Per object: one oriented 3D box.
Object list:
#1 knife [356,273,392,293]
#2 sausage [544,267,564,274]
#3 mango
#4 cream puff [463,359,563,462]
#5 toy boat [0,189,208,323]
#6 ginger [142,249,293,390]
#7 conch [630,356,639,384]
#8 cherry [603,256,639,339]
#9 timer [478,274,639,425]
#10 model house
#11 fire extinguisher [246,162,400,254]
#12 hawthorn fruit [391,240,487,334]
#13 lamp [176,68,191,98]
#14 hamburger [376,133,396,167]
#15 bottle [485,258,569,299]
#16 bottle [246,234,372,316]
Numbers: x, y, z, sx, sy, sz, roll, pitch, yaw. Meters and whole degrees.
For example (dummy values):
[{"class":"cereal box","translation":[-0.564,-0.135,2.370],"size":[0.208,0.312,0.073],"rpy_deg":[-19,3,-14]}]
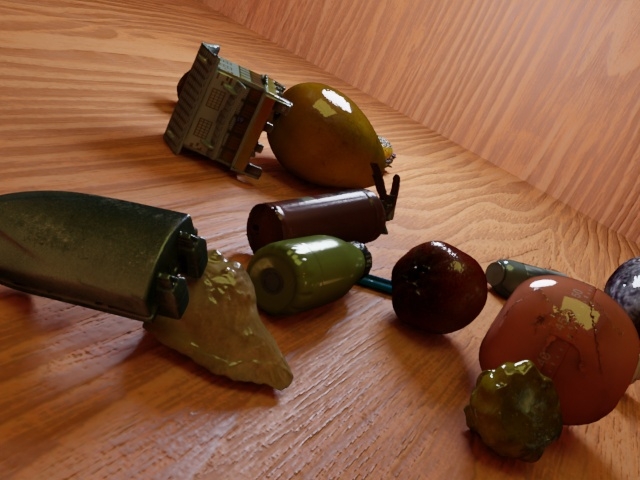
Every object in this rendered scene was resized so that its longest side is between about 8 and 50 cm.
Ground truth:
[{"class":"knife","translation":[0.153,0.094,1.326],"size":[0.296,0.026,0.044],"rpy_deg":[18,33,-24]},{"class":"sausage","translation":[0.616,0.127,1.762],"size":[0.169,0.065,0.065],"rpy_deg":[38,23,31]},{"class":"mango","translation":[0.025,-0.242,1.724],"size":[0.378,0.221,0.264],"rpy_deg":[23,24,-51]},{"class":"cream puff","translation":[0.262,0.237,0.992],"size":[0.146,0.146,0.116],"rpy_deg":[21,-18,-16]},{"class":"toy boat","translation":[-0.298,0.008,0.834],"size":[0.319,0.092,0.141],"rpy_deg":[12,50,9]},{"class":"ginger","translation":[-0.103,0.098,0.882],"size":[0.193,0.123,0.115],"rpy_deg":[30,-1,-6]},{"class":"conch","translation":[0.563,0.234,1.396],"size":[0.176,0.094,0.104],"rpy_deg":[30,59,21]},{"class":"cherry","translation":[0.825,0.159,1.729],"size":[0.255,0.218,0.296],"rpy_deg":[31,31,14]},{"class":"timer","translation":[0.372,0.170,1.113],"size":[0.214,0.230,0.229],"rpy_deg":[25,19,13]},{"class":"model house","translation":[-0.197,-0.278,1.518],"size":[0.215,0.224,0.198],"rpy_deg":[21,21,-18]},{"class":"fire extinguisher","translation":[0.028,-0.056,1.270],"size":[0.337,0.147,0.106],"rpy_deg":[-13,13,-41]},{"class":"hawthorn fruit","translation":[0.215,0.087,1.233],"size":[0.188,0.169,0.169],"rpy_deg":[23,17,-43]},{"class":"lamp","translation":[-0.281,-0.367,1.783],"size":[0.157,0.135,0.156],"rpy_deg":[-6,-3,-12]},{"class":"hamburger","translation":[0.151,-0.274,2.130],"size":[0.164,0.093,0.189],"rpy_deg":[29,18,8]},{"class":"bottle","translation":[0.491,0.104,1.654],"size":[0.253,0.079,0.096],"rpy_deg":[14,62,-35]},{"class":"bottle","translation":[-0.003,0.047,1.120],"size":[0.112,0.112,0.260],"rpy_deg":[36,22,23]}]
